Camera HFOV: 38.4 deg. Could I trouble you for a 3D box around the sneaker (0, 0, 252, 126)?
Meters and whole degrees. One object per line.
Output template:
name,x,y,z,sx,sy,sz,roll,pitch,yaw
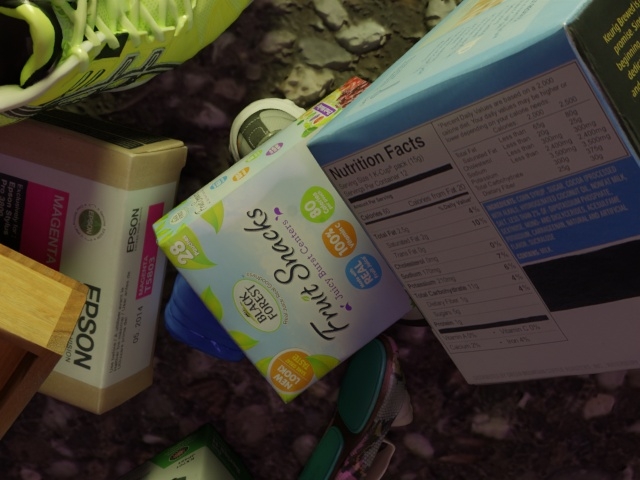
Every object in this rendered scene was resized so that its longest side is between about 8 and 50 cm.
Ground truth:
sneaker,-0.183,-0.161,0.698,0.385,0.147,0.145,-31,120,-26

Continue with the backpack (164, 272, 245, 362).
backpack,-0.089,0.059,0.840,0.098,0.120,0.101,22,113,-9

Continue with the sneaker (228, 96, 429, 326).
sneaker,0.021,-0.011,0.834,0.100,0.108,0.271,-44,105,8

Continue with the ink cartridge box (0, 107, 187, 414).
ink cartridge box,-0.235,0.008,0.803,0.193,0.088,0.234,16,106,18

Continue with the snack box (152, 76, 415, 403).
snack box,0.000,0.000,0.741,0.207,0.070,0.174,-37,111,-1

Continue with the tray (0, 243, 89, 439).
tray,-0.368,0.124,0.766,0.203,0.076,0.411,29,133,-17

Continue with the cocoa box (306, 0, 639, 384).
cocoa box,0.208,-0.098,0.669,0.231,0.347,0.228,-18,112,49

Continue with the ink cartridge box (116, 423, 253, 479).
ink cartridge box,-0.148,0.285,0.857,0.153,0.208,0.086,-32,105,6

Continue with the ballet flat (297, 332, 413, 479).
ballet flat,0.045,0.190,0.918,0.079,0.077,0.221,14,111,-26
